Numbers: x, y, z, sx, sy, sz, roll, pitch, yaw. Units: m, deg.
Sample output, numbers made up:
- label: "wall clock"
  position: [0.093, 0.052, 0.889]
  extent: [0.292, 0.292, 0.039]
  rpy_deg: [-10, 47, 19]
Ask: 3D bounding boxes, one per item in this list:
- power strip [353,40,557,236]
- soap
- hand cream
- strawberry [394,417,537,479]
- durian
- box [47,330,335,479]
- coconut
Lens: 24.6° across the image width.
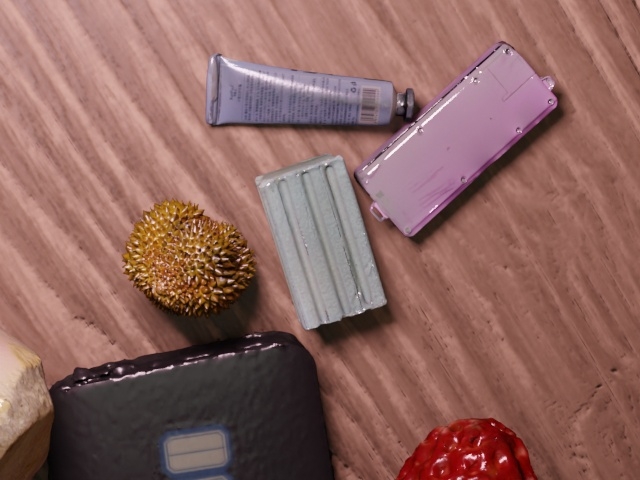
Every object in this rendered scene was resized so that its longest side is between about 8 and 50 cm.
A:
- label: "power strip"
  position: [0.168, -0.127, 1.837]
  extent: [0.279, 0.037, 0.109]
  rpy_deg: [-42, 101, 2]
- label: "soap"
  position: [0.000, 0.000, 1.825]
  extent: [0.114, 0.063, 0.198]
  rpy_deg: [-17, 101, -5]
- label: "hand cream"
  position: [-0.013, -0.177, 1.801]
  extent: [0.256, 0.055, 0.088]
  rpy_deg: [3, 107, -5]
- label: "strawberry"
  position: [0.155, 0.388, 1.803]
  extent: [0.295, 0.317, 0.345]
  rpy_deg: [3, 79, 0]
- label: "durian"
  position: [-0.161, 0.026, 1.770]
  extent: [0.158, 0.168, 0.137]
  rpy_deg: [18, 115, 8]
- label: "box"
  position: [-0.157, 0.305, 1.846]
  extent: [0.359, 0.091, 0.350]
  rpy_deg: [-10, 101, -5]
- label: "coconut"
  position: [-0.481, 0.199, 1.683]
  extent: [0.309, 0.297, 0.297]
  rpy_deg: [33, 95, 8]
